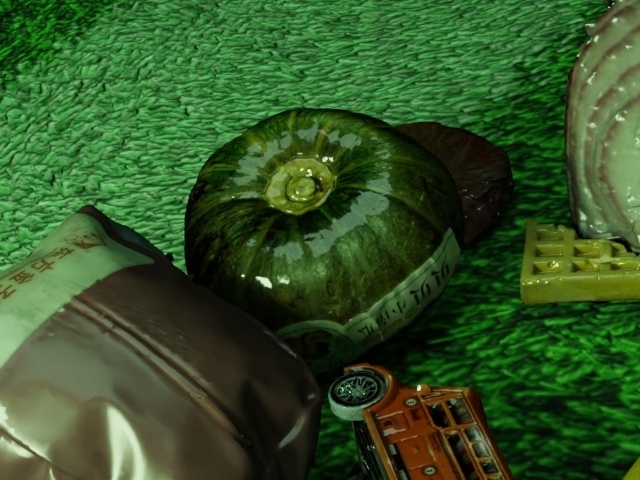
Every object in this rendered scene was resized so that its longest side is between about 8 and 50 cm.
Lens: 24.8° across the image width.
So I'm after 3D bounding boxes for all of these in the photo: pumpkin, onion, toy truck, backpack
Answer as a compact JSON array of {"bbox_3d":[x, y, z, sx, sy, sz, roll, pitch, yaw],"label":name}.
[{"bbox_3d":[0.000,0.002,1.335,0.260,0.189,0.260,-8,55,11],"label":"pumpkin"},{"bbox_3d":[0.373,-0.103,1.300,0.146,0.280,0.314,-17,29,-36],"label":"onion"},{"bbox_3d":[0.086,0.190,1.063,0.114,0.107,0.252,-14,33,-5],"label":"toy truck"},{"bbox_3d":[-0.155,0.135,1.158,0.317,0.197,0.283,30,51,21],"label":"backpack"}]

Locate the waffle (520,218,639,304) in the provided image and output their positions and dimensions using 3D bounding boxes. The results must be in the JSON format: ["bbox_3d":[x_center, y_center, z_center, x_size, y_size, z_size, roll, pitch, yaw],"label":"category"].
[{"bbox_3d":[0.283,0.016,1.351,0.191,0.032,0.125,-2,31,12],"label":"waffle"}]

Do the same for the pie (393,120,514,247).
[{"bbox_3d":[0.093,-0.056,1.502,0.204,0.054,0.219,-30,36,-26],"label":"pie"}]

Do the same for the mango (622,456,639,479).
[{"bbox_3d":[0.371,0.158,0.943,0.365,0.182,0.253,-9,33,4],"label":"mango"}]
